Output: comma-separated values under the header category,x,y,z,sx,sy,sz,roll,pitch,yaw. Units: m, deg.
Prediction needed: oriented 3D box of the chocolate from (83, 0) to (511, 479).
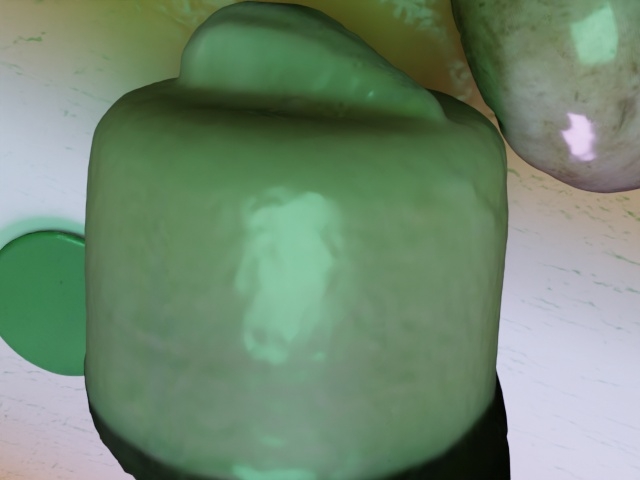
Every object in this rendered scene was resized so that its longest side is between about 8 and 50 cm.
category,x,y,z,sx,sy,sz,roll,pitch,yaw
chocolate,0.000,0.000,0.476,0.326,0.314,0.297,14,114,-2

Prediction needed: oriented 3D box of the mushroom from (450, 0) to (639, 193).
category,x,y,z,sx,sy,sz,roll,pitch,yaw
mushroom,0.196,-0.161,0.450,0.255,0.184,0.255,1,85,-14

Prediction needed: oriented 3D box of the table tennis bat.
category,x,y,z,sx,sy,sz,roll,pitch,yaw
table tennis bat,-0.236,0.102,0.693,0.160,0.039,0.257,-30,107,16
